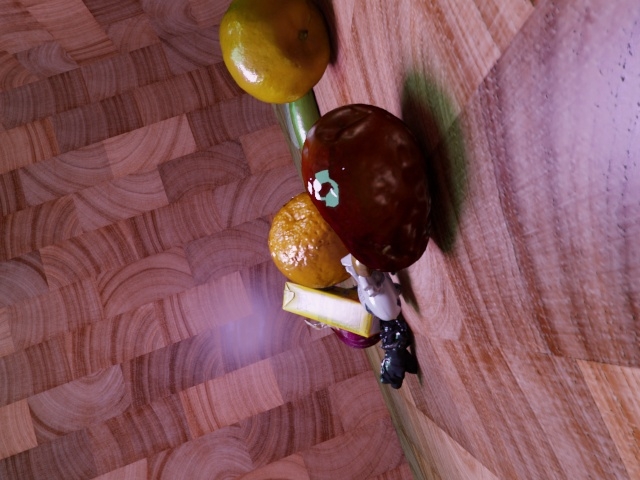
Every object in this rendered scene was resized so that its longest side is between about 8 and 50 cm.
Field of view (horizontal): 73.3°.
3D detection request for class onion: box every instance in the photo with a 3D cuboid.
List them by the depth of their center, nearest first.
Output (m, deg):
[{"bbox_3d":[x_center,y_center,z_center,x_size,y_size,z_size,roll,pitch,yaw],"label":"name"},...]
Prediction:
[{"bbox_3d":[0.146,0.301,1.657,0.256,0.272,0.230,40,173,-23],"label":"onion"}]

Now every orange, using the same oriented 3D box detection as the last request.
[{"bbox_3d":[-0.103,-0.476,1.045,0.235,0.279,0.279,-5,108,51],"label":"orange"},{"bbox_3d":[0.000,0.000,1.465,0.293,0.341,0.340,38,-161,-43],"label":"orange"}]

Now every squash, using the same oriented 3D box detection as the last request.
[{"bbox_3d":[-0.035,-0.386,1.561,0.107,0.107,0.395,-122,12,-69],"label":"squash"}]

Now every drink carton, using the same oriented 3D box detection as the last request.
[{"bbox_3d":[0.052,0.222,1.480,0.155,0.351,0.111,1,-81,-56],"label":"drink carton"}]

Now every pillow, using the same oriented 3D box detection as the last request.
[{"bbox_3d":[-0.108,-0.557,1.902,0.274,0.076,0.280,-159,55,-81],"label":"pillow"}]

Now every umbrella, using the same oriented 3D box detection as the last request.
[{"bbox_3d":[0.248,0.376,1.400,0.110,0.122,0.272,28,134,50],"label":"umbrella"}]

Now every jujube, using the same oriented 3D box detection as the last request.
[{"bbox_3d":[0.091,-0.081,0.759,0.318,0.223,0.223,62,-178,-41],"label":"jujube"}]

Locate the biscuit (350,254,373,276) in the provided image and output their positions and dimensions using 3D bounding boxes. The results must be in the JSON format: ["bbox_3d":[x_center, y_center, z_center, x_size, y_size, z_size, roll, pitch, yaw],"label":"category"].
[{"bbox_3d":[0.100,-0.077,1.057,0.237,0.062,0.290,75,-166,-65],"label":"biscuit"}]

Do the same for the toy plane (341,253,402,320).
[{"bbox_3d":[0.144,0.117,1.207,0.244,0.117,0.244,51,-163,-22],"label":"toy plane"}]

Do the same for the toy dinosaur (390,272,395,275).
[{"bbox_3d":[0.174,0.027,1.169,0.049,0.055,0.154,85,167,-60],"label":"toy dinosaur"}]
